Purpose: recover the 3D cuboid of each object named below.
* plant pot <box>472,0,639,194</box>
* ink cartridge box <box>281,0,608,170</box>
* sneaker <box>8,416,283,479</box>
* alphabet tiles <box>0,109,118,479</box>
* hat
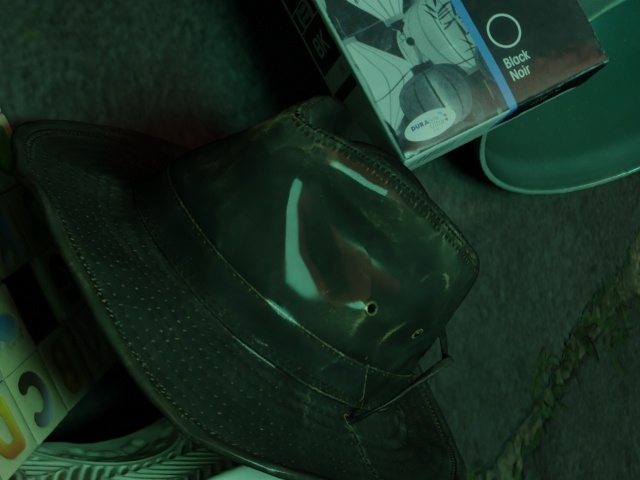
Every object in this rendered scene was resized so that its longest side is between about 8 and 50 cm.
[{"bbox_3d":[0.224,-0.199,1.007,0.293,0.293,0.196,8,51,-47],"label":"plant pot"},{"bbox_3d":[0.036,-0.220,0.816,0.165,0.065,0.332,-28,85,-16],"label":"ink cartridge box"},{"bbox_3d":[-0.110,0.183,0.662,0.350,0.131,0.148,-7,108,-40],"label":"sneaker"},{"bbox_3d":[-0.183,0.017,0.608,0.198,0.009,0.237,67,18,-12],"label":"alphabet tiles"},{"bbox_3d":[0.000,0.000,0.693,0.331,0.134,0.331,40,17,-15],"label":"hat"}]
